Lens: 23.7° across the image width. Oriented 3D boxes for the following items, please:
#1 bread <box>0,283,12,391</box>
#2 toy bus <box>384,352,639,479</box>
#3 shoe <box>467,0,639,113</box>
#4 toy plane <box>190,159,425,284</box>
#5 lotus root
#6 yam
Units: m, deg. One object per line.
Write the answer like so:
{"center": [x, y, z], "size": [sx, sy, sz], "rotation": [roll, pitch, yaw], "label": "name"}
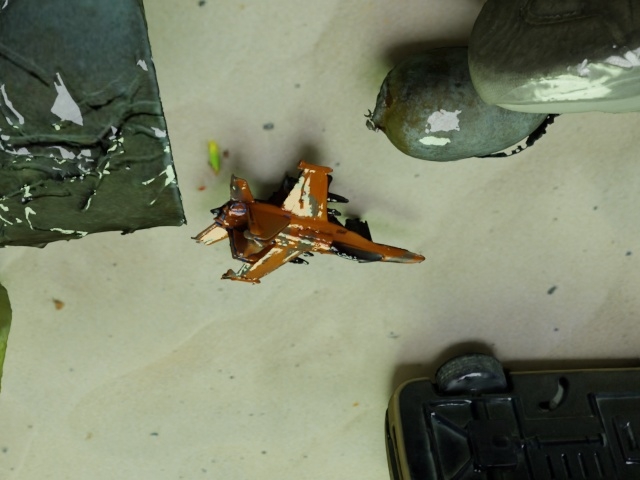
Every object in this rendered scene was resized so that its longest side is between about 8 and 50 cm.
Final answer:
{"center": [-0.307, 0.088, 1.202], "size": [0.129, 0.111, 0.114], "rotation": [7, 126, -23], "label": "bread"}
{"center": [0.236, 0.221, 1.381], "size": [0.365, 0.177, 0.202], "rotation": [0, 142, -11], "label": "toy bus"}
{"center": [0.275, -0.121, 1.057], "size": [0.342, 0.132, 0.210], "rotation": [-17, 136, -2], "label": "shoe"}
{"center": [-0.003, -0.009, 1.191], "size": [0.188, 0.062, 0.135], "rotation": [4, 137, -33], "label": "toy plane"}
{"center": [0.113, -0.099, 1.098], "size": [0.165, 0.088, 0.088], "rotation": [-10, 137, -14], "label": "lotus root"}
{"center": [-0.247, -0.089, 0.936], "size": [0.348, 0.241, 0.241], "rotation": [-10, 137, 7], "label": "yam"}
